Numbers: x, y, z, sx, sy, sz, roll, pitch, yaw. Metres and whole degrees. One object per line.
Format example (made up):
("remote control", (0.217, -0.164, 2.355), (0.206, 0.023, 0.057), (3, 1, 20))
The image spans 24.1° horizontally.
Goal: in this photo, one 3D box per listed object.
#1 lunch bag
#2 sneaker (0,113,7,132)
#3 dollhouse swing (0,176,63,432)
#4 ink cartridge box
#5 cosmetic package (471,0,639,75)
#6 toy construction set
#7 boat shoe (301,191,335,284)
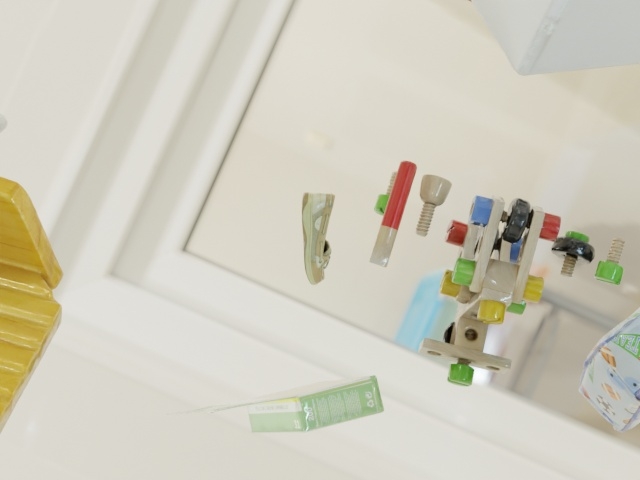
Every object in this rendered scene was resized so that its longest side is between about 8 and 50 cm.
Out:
("lunch bag", (0.479, 0.134, 2.046), (0.243, 0.115, 0.303), (-37, -14, -14))
("sneaker", (-0.557, -0.178, 1.953), (0.296, 0.146, 0.104), (-12, -15, -36))
("dollhouse swing", (-0.419, -0.007, 1.380), (0.347, 0.315, 0.305), (-70, -8, -52))
("ink cartridge box", (-0.060, 0.224, 1.945), (0.171, 0.235, 0.056), (-16, 86, 63))
("cosmetic package", (0.287, -0.252, 0.940), (0.230, 0.453, 0.161), (64, 149, 32))
("toy construction set", (0.186, 0.060, 1.970), (0.257, 0.309, 0.237), (0, 69, 61))
("boat shoe", (0.000, -0.002, 2.159), (0.056, 0.048, 0.153), (-86, -6, -59))
